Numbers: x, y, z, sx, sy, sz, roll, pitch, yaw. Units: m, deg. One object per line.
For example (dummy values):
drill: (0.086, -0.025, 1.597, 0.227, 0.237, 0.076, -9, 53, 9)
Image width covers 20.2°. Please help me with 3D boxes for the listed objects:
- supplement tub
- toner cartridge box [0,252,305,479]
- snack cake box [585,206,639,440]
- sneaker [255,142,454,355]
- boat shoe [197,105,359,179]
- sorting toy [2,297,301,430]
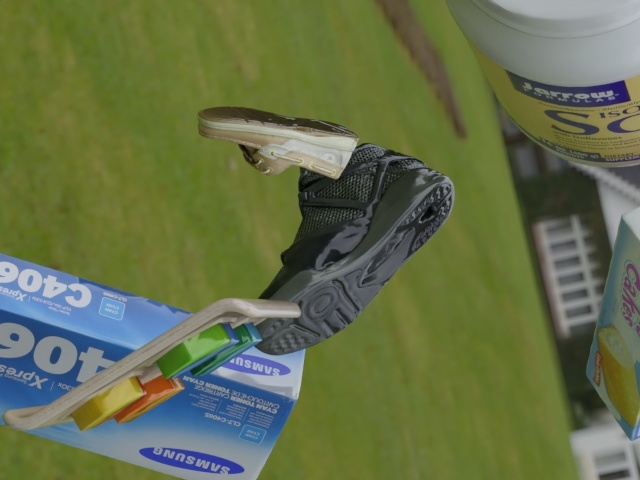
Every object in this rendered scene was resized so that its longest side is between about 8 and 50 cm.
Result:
supplement tub: (0.230, -0.216, 1.485, 0.331, 0.241, 0.241, 42, 34, -68)
toner cartridge box: (-0.206, 0.129, 1.748, 0.075, 0.348, 0.165, -82, -167, -46)
snack cake box: (0.338, 0.056, 1.611, 0.264, 0.152, 0.089, 89, -24, -55)
sneaker: (0.000, 0.000, 1.599, 0.130, 0.227, 0.087, 35, -15, 35)
boat shoe: (-0.034, -0.072, 1.370, 0.050, 0.135, 0.045, 42, -60, 58)
sorting toy: (-0.122, 0.100, 1.387, 0.038, 0.208, 0.193, 64, 8, 7)
